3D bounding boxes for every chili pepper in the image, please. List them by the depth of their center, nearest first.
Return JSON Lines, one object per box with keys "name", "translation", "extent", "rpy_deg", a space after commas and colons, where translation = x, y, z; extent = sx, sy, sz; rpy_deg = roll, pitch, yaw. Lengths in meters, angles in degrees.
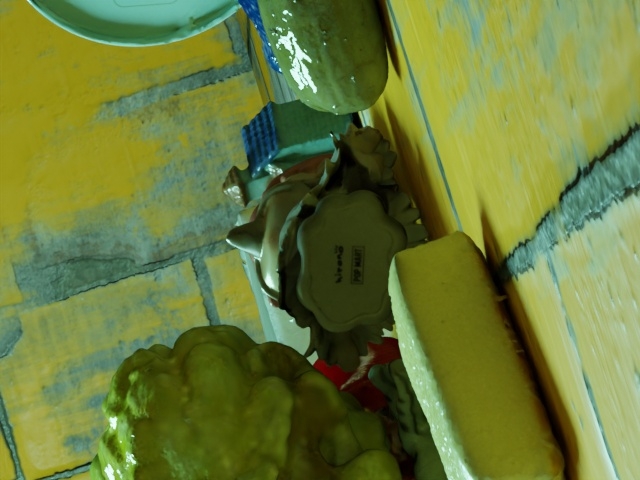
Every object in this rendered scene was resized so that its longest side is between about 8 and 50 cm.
{"name": "chili pepper", "translation": [0.052, 0.159, 1.880], "extent": [0.134, 0.131, 0.338], "rpy_deg": [48, 176, -8]}

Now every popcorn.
{"name": "popcorn", "translation": [-0.065, 0.191, 1.545], "extent": [0.242, 0.250, 0.235], "rpy_deg": [113, 177, -63]}

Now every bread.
{"name": "bread", "translation": [0.103, 0.105, 1.235], "extent": [0.125, 0.068, 0.188], "rpy_deg": [77, 174, -53]}

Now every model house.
{"name": "model house", "translation": [-0.029, -0.074, 1.918], "extent": [0.148, 0.149, 0.119], "rpy_deg": [79, 174, -46]}

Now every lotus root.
{"name": "lotus root", "translation": [-0.003, -0.177, 1.421], "extent": [0.077, 0.090, 0.183], "rpy_deg": [-47, -47, -44]}

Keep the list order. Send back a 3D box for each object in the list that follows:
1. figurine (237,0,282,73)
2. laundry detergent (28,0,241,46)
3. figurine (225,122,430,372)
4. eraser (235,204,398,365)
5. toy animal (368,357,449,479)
{"name": "figurine", "translation": [-0.047, -0.239, 1.593], "extent": [0.164, 0.121, 0.262], "rpy_deg": [-121, 12, -64]}
{"name": "laundry detergent", "translation": [-0.198, -0.393, 1.942], "extent": [0.305, 0.287, 0.287], "rpy_deg": [-111, 5, -52]}
{"name": "figurine", "translation": [0.000, 0.000, 1.662], "extent": [0.387, 0.166, 0.207], "rpy_deg": [-146, 56, -80]}
{"name": "eraser", "translation": [0.016, 0.134, 2.288], "extent": [0.331, 0.150, 0.331], "rpy_deg": [164, 90, -84]}
{"name": "toy animal", "translation": [0.097, 0.152, 1.519], "extent": [0.255, 0.090, 0.170], "rpy_deg": [-107, -3, -56]}
